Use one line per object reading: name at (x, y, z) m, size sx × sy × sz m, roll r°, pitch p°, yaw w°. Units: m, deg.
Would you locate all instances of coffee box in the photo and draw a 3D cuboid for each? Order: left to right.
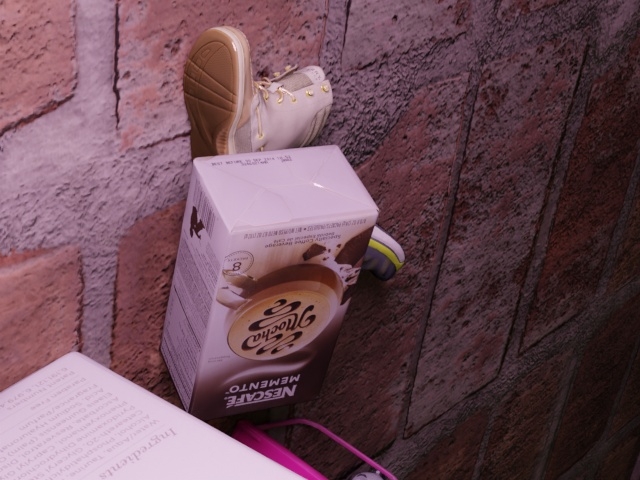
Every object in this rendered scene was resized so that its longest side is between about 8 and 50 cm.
coffee box at (-0.065, 0.052, 1.220) m, size 0.168 × 0.119 × 0.297 m, roll -8°, pitch 137°, yaw -25°

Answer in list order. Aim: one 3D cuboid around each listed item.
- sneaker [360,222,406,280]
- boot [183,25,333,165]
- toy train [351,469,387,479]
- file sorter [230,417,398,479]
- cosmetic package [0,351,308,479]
sneaker at (0.000, 0.000, 1.395) m, size 0.121 × 0.111 × 0.300 m, roll -51°, pitch 143°, yaw 7°
boot at (-0.060, -0.157, 1.189) m, size 0.165 × 0.077 × 0.213 m, roll -34°, pitch 146°, yaw -33°
toy train at (0.090, 0.515, 1.909) m, size 0.190 × 0.142 × 0.334 m, roll -59°, pitch 148°, yaw -23°
file sorter at (-0.046, 0.421, 1.568) m, size 0.182 × 0.202 × 0.291 m, roll 6°, pitch 111°, yaw -57°
cosmetic package at (-0.216, 0.366, 1.056) m, size 0.327 × 0.393 × 0.330 m, roll -31°, pitch 125°, yaw -37°
